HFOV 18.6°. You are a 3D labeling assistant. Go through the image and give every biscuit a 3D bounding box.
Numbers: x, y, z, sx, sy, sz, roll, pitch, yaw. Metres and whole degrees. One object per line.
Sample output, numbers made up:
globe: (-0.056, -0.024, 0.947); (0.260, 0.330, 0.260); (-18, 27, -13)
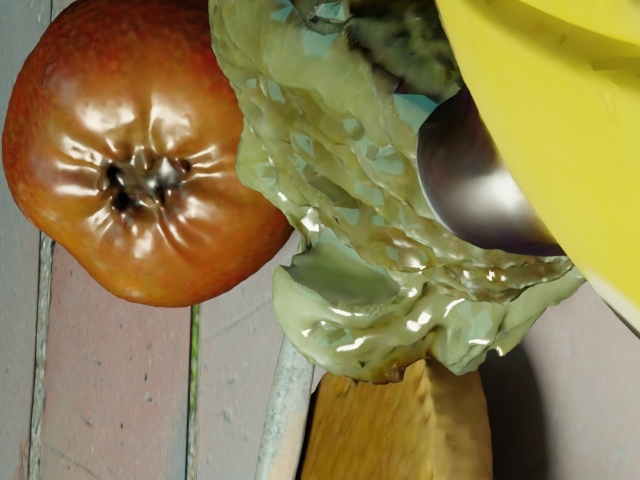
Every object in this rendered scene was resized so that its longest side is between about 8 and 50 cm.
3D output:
biscuit: (0.002, 0.207, 1.010); (0.269, 0.051, 0.376); (-89, 22, -44)

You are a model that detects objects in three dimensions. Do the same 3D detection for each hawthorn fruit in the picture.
hawthorn fruit: (-0.089, -0.078, 1.184); (0.225, 0.197, 0.196); (-79, 8, -60)

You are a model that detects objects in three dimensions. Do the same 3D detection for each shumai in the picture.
shumai: (0.064, -0.051, 0.877); (0.256, 0.189, 0.218); (45, 145, 39)

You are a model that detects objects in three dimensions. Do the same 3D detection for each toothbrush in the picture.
toothbrush: (0.000, 0.000, 1.066); (0.028, 0.037, 0.375); (163, 118, -75)

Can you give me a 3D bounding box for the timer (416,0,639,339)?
timer: (0.187, -0.059, 0.416); (0.376, 0.376, 0.387); (-130, 25, -56)
